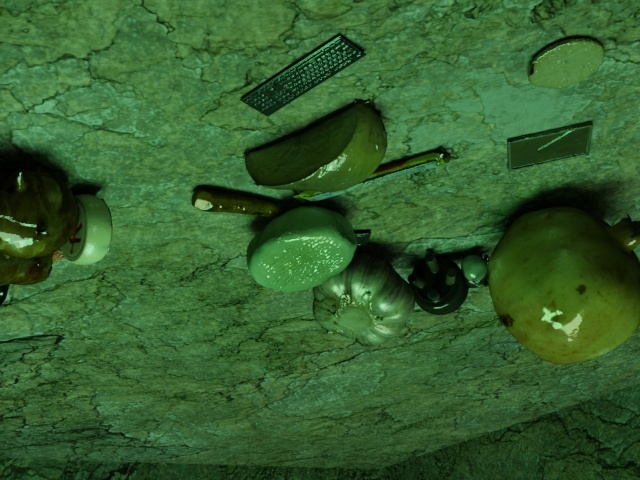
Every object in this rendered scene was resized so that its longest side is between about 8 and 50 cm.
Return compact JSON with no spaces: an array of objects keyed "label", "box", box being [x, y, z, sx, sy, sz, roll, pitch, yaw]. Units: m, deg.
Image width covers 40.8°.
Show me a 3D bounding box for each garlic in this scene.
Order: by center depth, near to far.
[{"label":"garlic","box":[0.090,0.112,1.874,0.244,0.161,0.245,11,141,9]}]

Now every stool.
[{"label":"stool","box":[0.286,0.086,1.910,0.217,0.125,0.121,-21,152,7]}]

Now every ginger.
[{"label":"ginger","box":[-0.562,-0.047,1.325,0.418,0.176,0.254,17,134,-41]}]

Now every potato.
[{"label":"potato","box":[0.007,-0.124,1.412,0.243,0.098,0.138,-20,154,27]}]

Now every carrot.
[{"label":"carrot","box":[-0.151,-0.065,1.555,0.170,0.042,0.042,8,151,-33]}]

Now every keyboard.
[{"label":"keyboard","box":[-0.027,-0.238,1.258,0.198,0.010,0.063,-26,147,34]},{"label":"keyboard","box":[0.000,0.000,1.767,0.204,0.013,0.061,-2,154,-11]}]

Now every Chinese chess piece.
[{"label":"Chinese chess piece","box":[-0.406,-0.019,1.479,0.051,0.122,0.122,2,155,-42]}]

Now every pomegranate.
[{"label":"pomegranate","box":[0.508,0.074,1.737,0.342,0.343,0.342,-6,155,-3]}]

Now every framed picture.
[{"label":"framed picture","box":[0.408,-0.166,1.536,0.149,0.011,0.109,-12,155,7]}]

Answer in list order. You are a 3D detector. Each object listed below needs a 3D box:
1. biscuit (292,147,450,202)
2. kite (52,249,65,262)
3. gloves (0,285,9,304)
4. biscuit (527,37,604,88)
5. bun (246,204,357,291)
[{"label":"biscuit","box":[0.089,-0.110,1.544,0.291,0.026,0.048,-15,158,16]},{"label":"kite","box":[-0.531,0.031,1.581,0.008,0.125,0.222,34,158,12]},{"label":"gloves","box":[-0.620,0.049,1.580,0.164,0.124,0.203,-32,150,-56]},{"label":"biscuit","box":[0.372,-0.267,1.305,0.120,0.015,0.120,-7,155,-3]},{"label":"bun","box":[-0.036,0.007,1.655,0.221,0.108,0.221,-7,148,-4]}]
